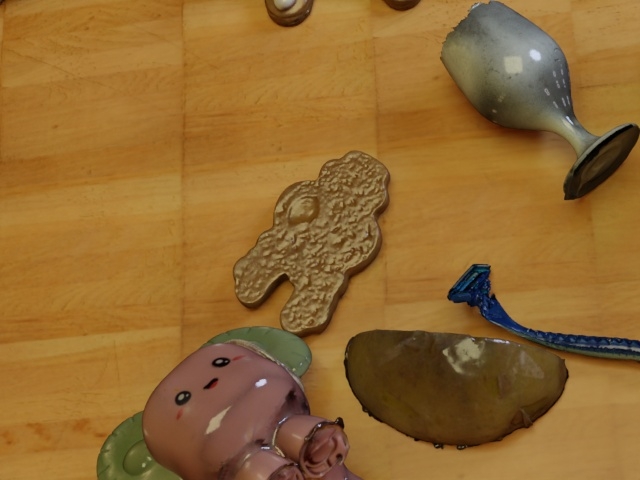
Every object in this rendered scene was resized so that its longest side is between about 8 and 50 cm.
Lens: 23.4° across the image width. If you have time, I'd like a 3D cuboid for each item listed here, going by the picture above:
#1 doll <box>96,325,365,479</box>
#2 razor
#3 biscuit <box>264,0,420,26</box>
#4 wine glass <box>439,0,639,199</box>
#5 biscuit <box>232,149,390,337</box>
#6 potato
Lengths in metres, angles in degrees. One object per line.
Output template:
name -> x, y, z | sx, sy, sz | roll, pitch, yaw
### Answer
doll -> -0.095, 0.225, 1.720 | 0.284, 0.216, 0.268 | -42, 40, -21
razor -> 0.303, 0.107, 1.727 | 0.324, 0.093, 0.056 | 18, 114, 15
biscuit -> -0.018, -0.381, 1.995 | 0.340, 0.047, 0.216 | 3, 69, 14
wine glass -> 0.252, -0.168, 1.804 | 0.126, 0.126, 0.241 | -39, 68, -4
biscuit -> -0.002, -0.003, 1.848 | 0.144, 0.040, 0.236 | 32, 77, 15
potato -> 0.137, 0.161, 1.714 | 0.261, 0.100, 0.120 | 5, 70, 15
